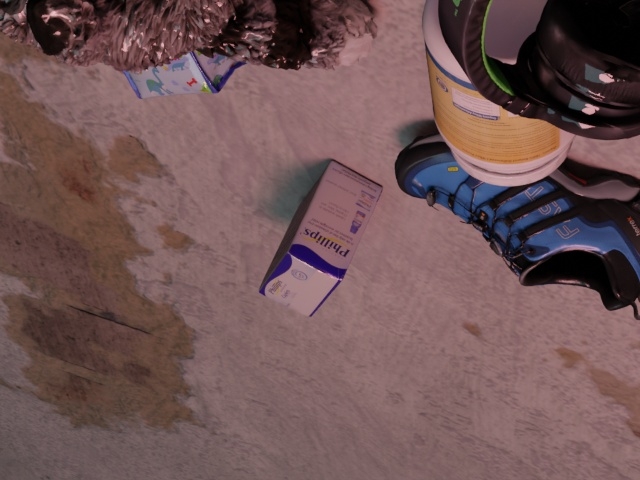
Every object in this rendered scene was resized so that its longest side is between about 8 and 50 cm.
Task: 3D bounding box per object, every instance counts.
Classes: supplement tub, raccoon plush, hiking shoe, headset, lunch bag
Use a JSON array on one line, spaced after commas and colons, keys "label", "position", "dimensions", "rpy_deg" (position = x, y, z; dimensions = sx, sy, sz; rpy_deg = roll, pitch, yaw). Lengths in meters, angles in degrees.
[{"label": "supplement tub", "position": [0.171, -0.153, 1.570], "dimensions": [0.144, 0.144, 0.199], "rpy_deg": [16, 153, 17]}, {"label": "raccoon plush", "position": [-0.132, -0.332, 1.563], "dimensions": [0.216, 0.446, 0.299], "rpy_deg": [41, 125, 42]}, {"label": "hiking shoe", "position": [0.209, -0.024, 1.771], "dimensions": [0.304, 0.132, 0.113], "rpy_deg": [17, 150, 17]}, {"label": "headset", "position": [0.277, -0.171, 1.354], "dimensions": [0.394, 0.185, 0.243], "rpy_deg": [9, 131, -41]}, {"label": "lunch bag", "position": [-0.164, -0.228, 1.789], "dimensions": [0.129, 0.096, 0.151], "rpy_deg": [1, 129, 42]}]

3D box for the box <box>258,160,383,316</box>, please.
[{"label": "box", "position": [0.000, 0.000, 1.976], "dimensions": [0.072, 0.137, 0.126], "rpy_deg": [28, 151, -5]}]
